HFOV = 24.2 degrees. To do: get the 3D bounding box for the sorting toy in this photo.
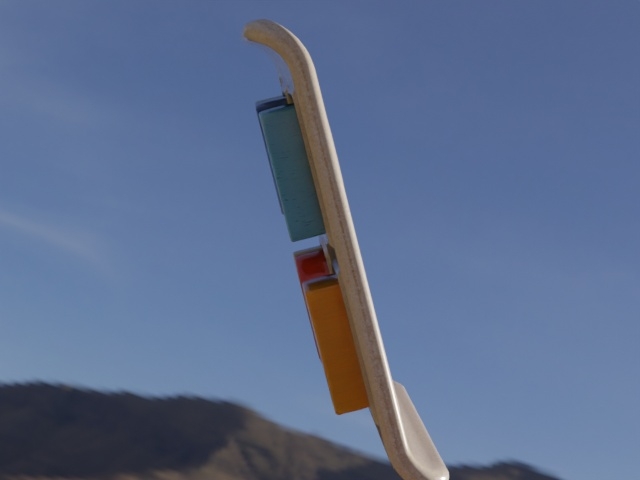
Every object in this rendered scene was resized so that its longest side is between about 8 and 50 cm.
[{"bbox_3d":[0.000,0.000,0.690,0.038,0.208,0.193,-19,8,-1],"label":"sorting toy"}]
